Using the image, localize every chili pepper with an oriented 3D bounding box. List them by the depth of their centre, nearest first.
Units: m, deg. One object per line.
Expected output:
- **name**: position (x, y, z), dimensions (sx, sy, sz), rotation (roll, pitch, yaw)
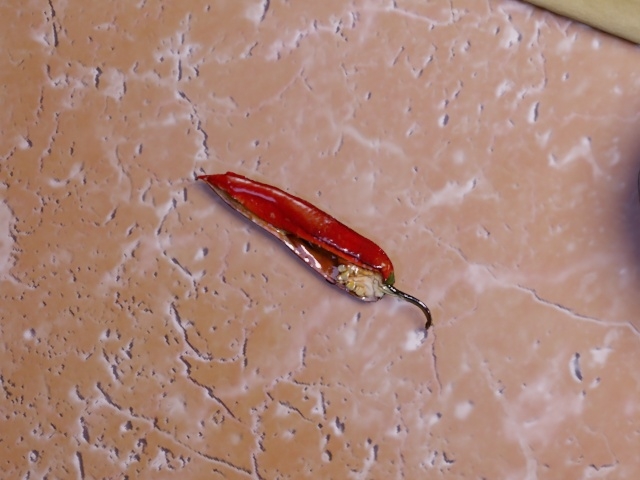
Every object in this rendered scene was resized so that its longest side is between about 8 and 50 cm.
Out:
- **chili pepper**: position (0.000, 0.000, 1.637), dimensions (0.268, 0.059, 0.050), rotation (33, 60, 11)

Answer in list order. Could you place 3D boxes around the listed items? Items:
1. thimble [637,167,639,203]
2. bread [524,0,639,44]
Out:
- **thimble**: position (0.391, -0.042, 1.501), dimensions (0.217, 0.157, 0.246), rotation (-12, 89, 14)
- **bread**: position (0.252, -0.257, 1.546), dimensions (0.178, 0.060, 0.139), rotation (24, 132, 9)
